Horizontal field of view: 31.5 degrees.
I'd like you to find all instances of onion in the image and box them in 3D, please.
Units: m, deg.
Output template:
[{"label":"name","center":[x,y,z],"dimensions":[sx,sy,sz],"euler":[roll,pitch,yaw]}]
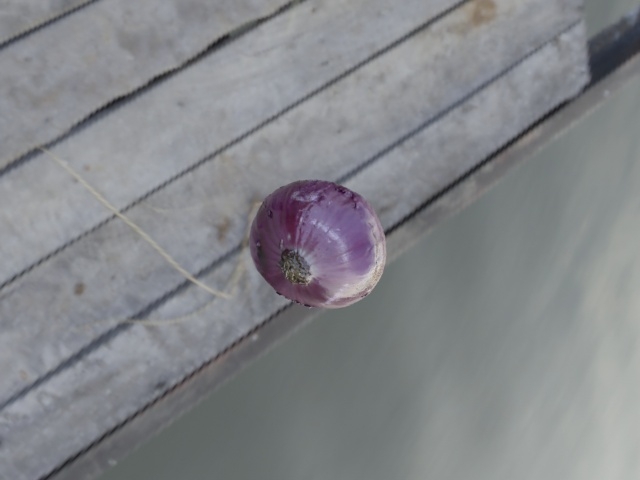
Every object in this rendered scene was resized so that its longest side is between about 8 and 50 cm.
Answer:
[{"label":"onion","center":[0.000,0.000,0.925],"dimensions":[0.104,0.115,0.115],"euler":[-51,141,-42]}]
